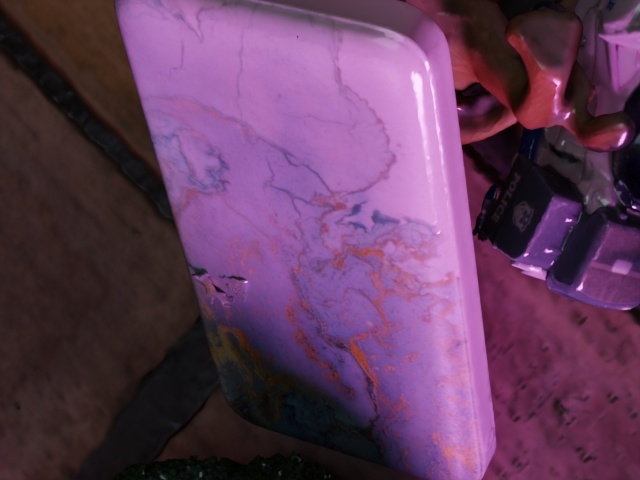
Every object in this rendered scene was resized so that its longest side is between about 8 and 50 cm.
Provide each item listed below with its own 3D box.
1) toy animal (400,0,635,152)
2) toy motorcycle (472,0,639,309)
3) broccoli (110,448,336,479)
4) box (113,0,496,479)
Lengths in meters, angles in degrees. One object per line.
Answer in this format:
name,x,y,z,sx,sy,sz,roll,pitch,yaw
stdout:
toy animal,0.020,-0.146,0.835,0.097,0.157,0.312,-18,76,-13
toy motorcycle,0.150,-0.065,0.803,0.221,0.102,0.150,-64,34,20
broccoli,-0.053,0.223,0.863,0.295,0.265,0.245,6,128,-4
box,0.000,0.000,0.824,0.142,0.044,0.285,14,141,23
